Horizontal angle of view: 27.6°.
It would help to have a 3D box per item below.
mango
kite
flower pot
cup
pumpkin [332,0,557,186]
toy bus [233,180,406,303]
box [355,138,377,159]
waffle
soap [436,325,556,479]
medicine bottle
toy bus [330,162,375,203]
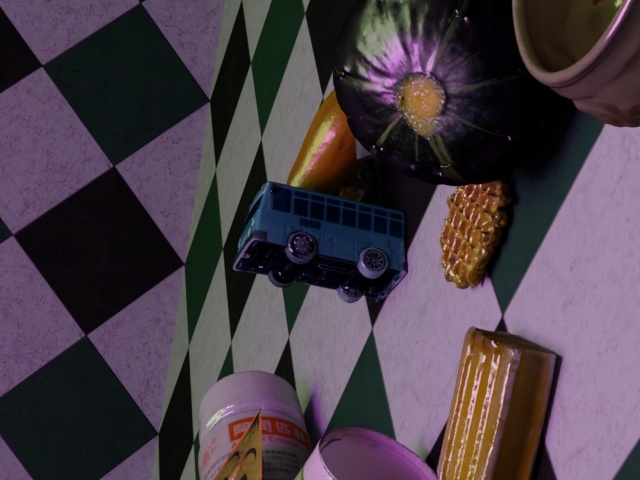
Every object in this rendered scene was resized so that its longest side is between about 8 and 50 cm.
[{"bbox_3d":[0.044,-0.175,2.155,0.317,0.119,0.176,-55,-6,3],"label":"mango"},{"bbox_3d":[-0.146,0.410,2.019,0.377,0.013,0.327,-36,31,64],"label":"kite"},{"bbox_3d":[0.330,-0.242,1.128,0.307,0.244,0.307,-170,90,-76],"label":"flower pot"},{"bbox_3d":[0.031,0.416,1.777,0.274,0.253,0.253,-63,22,24],"label":"cup"},{"bbox_3d":[0.168,-0.227,1.655,0.296,0.296,0.295,-170,90,-74],"label":"pumpkin"},{"bbox_3d":[0.000,0.000,2.075,0.128,0.256,0.147,126,153,-56],"label":"toy bus"},{"bbox_3d":[0.137,-0.191,1.923,0.243,0.163,0.135,170,100,-72],"label":"box"},{"bbox_3d":[0.208,-0.028,1.771,0.191,0.038,0.191,-170,90,-73],"label":"waffle"},{"bbox_3d":[0.204,0.230,1.559,0.140,0.073,0.232,-153,74,-75],"label":"soap"},{"bbox_3d":[-0.104,0.412,2.258,0.371,0.211,0.211,-105,30,-56],"label":"medicine bottle"},{"bbox_3d":[0.033,-0.137,2.315,0.091,0.103,0.182,120,155,-48],"label":"toy bus"}]
